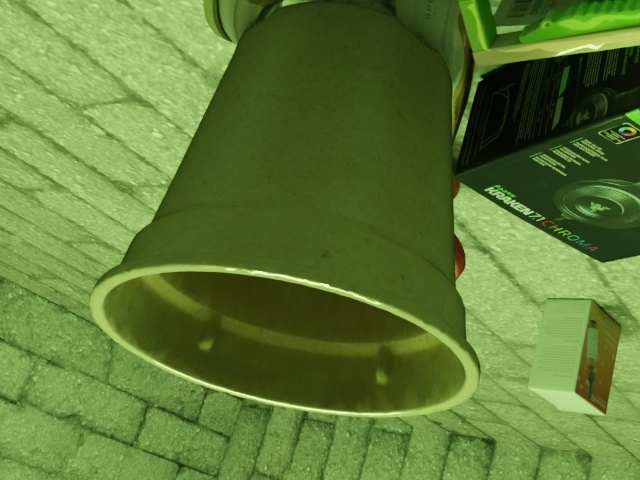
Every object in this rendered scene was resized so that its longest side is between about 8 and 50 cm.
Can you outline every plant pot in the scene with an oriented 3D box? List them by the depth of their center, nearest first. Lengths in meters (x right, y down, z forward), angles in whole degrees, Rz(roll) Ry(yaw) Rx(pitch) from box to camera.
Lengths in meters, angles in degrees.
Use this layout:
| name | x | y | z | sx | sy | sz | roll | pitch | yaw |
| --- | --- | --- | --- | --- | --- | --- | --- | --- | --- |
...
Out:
| name | x | y | z | sx | sy | sz | roll | pitch | yaw |
| --- | --- | --- | --- | --- | --- | --- | --- | --- | --- |
| plant pot | -0.006 | -0.036 | 0.789 | 0.334 | 0.305 | 0.334 | 9 | 154 | 5 |

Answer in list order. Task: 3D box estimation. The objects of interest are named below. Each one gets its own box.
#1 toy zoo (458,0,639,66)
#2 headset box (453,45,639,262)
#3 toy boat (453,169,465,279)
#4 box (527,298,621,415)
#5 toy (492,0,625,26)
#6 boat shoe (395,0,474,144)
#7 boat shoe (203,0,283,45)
| name | x | y | z | sx | sy | sz | roll | pitch | yaw |
| --- | --- | --- | --- | --- | --- | --- | --- | --- | --- |
| toy zoo | 0.157 | -0.261 | 0.552 | 0.192 | 0.030 | 0.293 | -1 | 126 | 32 |
| headset box | 0.329 | -0.099 | 0.874 | 0.246 | 0.131 | 0.283 | 26 | 158 | -25 |
| toy boat | 0.126 | -0.052 | 1.157 | 0.231 | 0.151 | 0.151 | 52 | 160 | -2 |
| box | 0.452 | 0.206 | 1.510 | 0.091 | 0.170 | 0.130 | -3 | 153 | 43 |
| toy | 0.268 | -0.189 | 0.674 | 0.237 | 0.137 | 0.056 | 9 | 136 | 25 |
| boat shoe | 0.112 | -0.172 | 0.925 | 0.096 | 0.098 | 0.277 | 14 | 150 | 10 |
| boat shoe | -0.038 | -0.264 | 0.772 | 0.103 | 0.113 | 0.302 | 23 | 159 | 2 |
